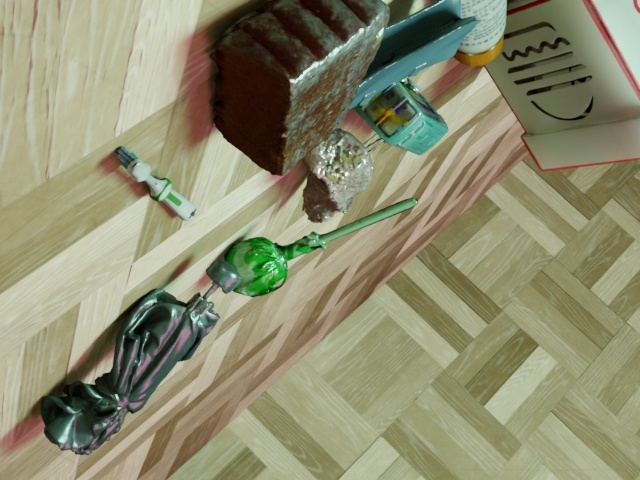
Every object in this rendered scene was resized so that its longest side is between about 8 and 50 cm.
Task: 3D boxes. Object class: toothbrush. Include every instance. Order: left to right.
[{"bbox_3d":[-0.175,-0.054,1.172,0.030,0.030,0.304,-46,169,-3],"label":"toothbrush"}]

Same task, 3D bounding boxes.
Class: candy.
[{"bbox_3d":[-0.001,-0.002,1.604,0.323,0.097,0.097,-23,174,13],"label":"candy"}]

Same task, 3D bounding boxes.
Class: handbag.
[{"bbox_3d":[0.096,-0.236,1.389,0.221,0.057,0.144,-32,171,-15],"label":"handbag"}]

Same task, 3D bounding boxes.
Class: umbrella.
[{"bbox_3d":[-0.249,0.158,1.492,0.349,0.094,0.143,-49,163,0],"label":"umbrella"}]

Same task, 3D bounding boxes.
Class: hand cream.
[{"bbox_3d":[0.209,-0.339,1.462,0.139,0.089,0.314,-36,164,-5],"label":"hand cream"}]

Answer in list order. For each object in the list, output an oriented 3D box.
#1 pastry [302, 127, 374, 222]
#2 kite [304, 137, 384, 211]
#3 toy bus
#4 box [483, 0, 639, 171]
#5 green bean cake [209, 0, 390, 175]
[{"bbox_3d":[0.024,-0.105,1.552,0.112,0.103,0.265,-30,172,-9],"label":"pastry"},{"bbox_3d":[0.055,-0.135,1.807,0.229,0.016,0.127,-41,171,-25],"label":"kite"},{"bbox_3d":[0.128,-0.195,1.631,0.091,0.109,0.261,-43,169,14],"label":"toy bus"},{"bbox_3d":[0.475,-0.326,1.703,0.312,0.300,0.314,-42,-163,-22],"label":"box"},{"bbox_3d":[-0.036,-0.166,1.114,0.198,0.097,0.233,-41,168,-32],"label":"green bean cake"}]
